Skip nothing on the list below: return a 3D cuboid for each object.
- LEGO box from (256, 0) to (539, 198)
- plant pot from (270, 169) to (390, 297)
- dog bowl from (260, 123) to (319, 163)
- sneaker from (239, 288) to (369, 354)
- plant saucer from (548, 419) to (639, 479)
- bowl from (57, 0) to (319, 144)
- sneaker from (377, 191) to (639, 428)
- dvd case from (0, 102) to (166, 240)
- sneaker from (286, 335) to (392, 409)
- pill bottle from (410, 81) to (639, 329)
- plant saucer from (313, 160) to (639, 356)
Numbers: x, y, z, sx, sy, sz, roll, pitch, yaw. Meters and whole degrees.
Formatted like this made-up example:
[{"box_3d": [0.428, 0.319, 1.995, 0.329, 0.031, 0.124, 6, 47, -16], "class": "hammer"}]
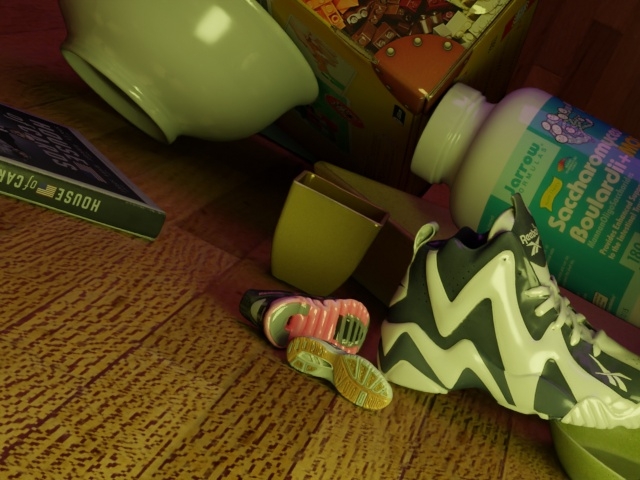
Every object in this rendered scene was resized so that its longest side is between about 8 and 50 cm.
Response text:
[{"box_3d": [0.007, -0.253, 1.975, 0.372, 0.193, 0.500, 40, -10, 7], "class": "LEGO box"}, {"box_3d": [0.000, 0.000, 1.635, 0.081, 0.083, 0.081, 28, 10, 2], "class": "plant pot"}, {"box_3d": [-0.002, -0.139, 2.338, 0.297, 0.074, 0.166, 29, 11, 17], "class": "dog bowl"}, {"box_3d": [-0.013, 0.056, 1.464, 0.057, 0.047, 0.119, 20, 3, 41], "class": "sneaker"}, {"box_3d": [0.269, 0.193, 1.483, 0.241, 0.037, 0.241, 26, 10, -5], "class": "plant saucer"}, {"box_3d": [-0.154, -0.186, 1.913, 0.298, 0.134, 0.298, 38, -9, 7], "class": "bowl"}, {"box_3d": [0.166, 0.046, 1.470, 0.235, 0.153, 0.094, 11, 11, 16], "class": "sneaker"}, {"box_3d": [-0.254, -0.075, 1.536, 0.239, 0.029, 0.179, 18, 14, -37], "class": "dvd case"}, {"box_3d": [0.018, 0.089, 1.391, 0.083, 0.032, 0.037, 31, 11, 19], "class": "sneaker"}, {"box_3d": [0.214, -0.038, 1.738, 0.264, 0.146, 0.146, 28, 11, 11], "class": "pill bottle"}, {"box_3d": [0.176, 0.067, 1.755, 0.333, 0.081, 0.333, 18, 13, -34], "class": "plant saucer"}]
